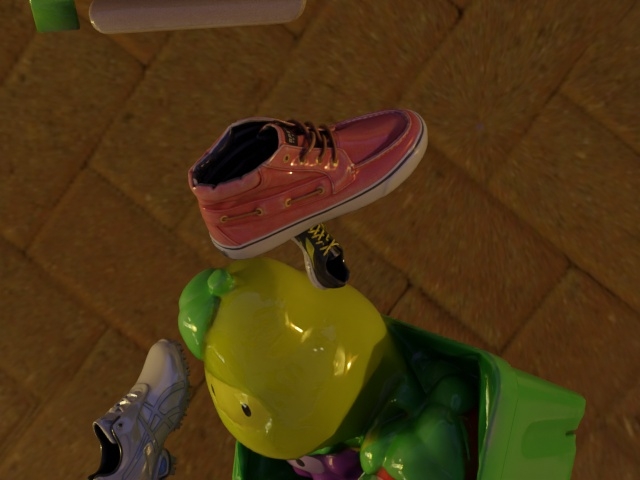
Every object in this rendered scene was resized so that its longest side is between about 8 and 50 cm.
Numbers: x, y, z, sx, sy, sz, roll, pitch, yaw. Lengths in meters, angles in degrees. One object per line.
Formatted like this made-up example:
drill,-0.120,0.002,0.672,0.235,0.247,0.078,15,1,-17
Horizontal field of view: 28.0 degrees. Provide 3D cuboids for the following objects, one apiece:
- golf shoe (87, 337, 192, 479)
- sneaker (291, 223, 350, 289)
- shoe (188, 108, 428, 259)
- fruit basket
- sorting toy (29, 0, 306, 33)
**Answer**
golf shoe,-0.184,0.177,1.294,0.086,0.069,0.176,21,67,-33
sneaker,0.000,0.000,0.966,0.031,0.035,0.083,-38,114,-28
shoe,-0.007,-0.058,0.907,0.178,0.081,0.063,-29,52,-6
fruit basket,0.016,0.165,1.210,0.392,0.392,0.283,11,94,6
sorting toy,-0.089,-0.225,1.115,0.347,0.196,0.047,-2,125,8
